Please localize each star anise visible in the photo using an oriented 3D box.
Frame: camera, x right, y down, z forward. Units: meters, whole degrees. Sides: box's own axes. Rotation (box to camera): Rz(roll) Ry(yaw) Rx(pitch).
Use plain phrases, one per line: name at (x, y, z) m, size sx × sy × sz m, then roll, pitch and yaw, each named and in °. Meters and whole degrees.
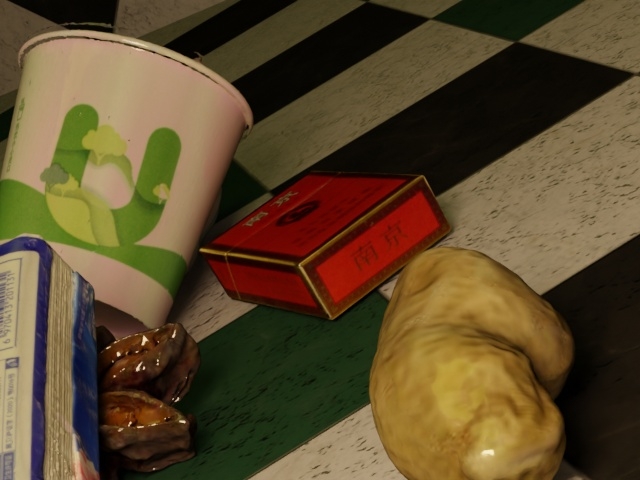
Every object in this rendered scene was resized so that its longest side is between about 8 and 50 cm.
star anise at (-0.193, 0.150, 1.407) m, size 0.214 × 0.099 × 0.220 m, roll -33°, pitch 37°, yaw 1°

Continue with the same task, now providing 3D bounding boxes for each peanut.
peanut at (0.099, 0.090, 1.076) m, size 0.137 × 0.122 × 0.253 m, roll -16°, pitch 23°, yaw 15°

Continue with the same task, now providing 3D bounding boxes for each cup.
cup at (-0.222, -0.043, 1.660) m, size 0.253 × 0.253 × 0.273 m, roll -9°, pitch 59°, yaw 49°

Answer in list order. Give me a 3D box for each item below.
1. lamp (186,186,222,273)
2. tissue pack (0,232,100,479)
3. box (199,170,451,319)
lamp at (-0.192, -0.017, 1.864) m, size 0.179 × 0.108 × 0.246 m, roll -28°, pitch 35°, yaw 14°
tissue pack at (-0.271, 0.157, 1.293) m, size 0.209 × 0.137 × 0.269 m, roll -28°, pitch 44°, yaw 21°
box at (0.000, -0.001, 1.573) m, size 0.153 × 0.074 × 0.240 m, roll -40°, pitch 18°, yaw -19°
